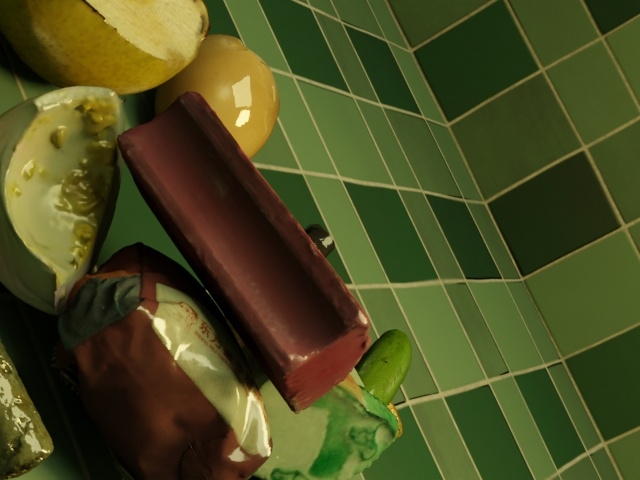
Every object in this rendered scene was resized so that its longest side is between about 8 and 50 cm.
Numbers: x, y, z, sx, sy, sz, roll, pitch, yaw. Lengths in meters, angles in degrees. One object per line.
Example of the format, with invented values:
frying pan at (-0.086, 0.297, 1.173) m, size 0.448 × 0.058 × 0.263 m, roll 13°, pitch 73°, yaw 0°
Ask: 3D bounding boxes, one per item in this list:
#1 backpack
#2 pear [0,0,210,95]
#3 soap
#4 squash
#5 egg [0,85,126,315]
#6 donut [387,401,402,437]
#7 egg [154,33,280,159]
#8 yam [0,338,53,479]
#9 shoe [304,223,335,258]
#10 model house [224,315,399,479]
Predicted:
backpack at (-0.200, 0.138, 1.429) m, size 0.283 × 0.197 × 0.317 m, roll 60°, pitch -1°, yaw -23°
pear at (-0.345, -0.341, 1.699) m, size 0.340 × 0.191 × 0.386 m, roll 62°, pitch 22°, yaw 13°
soap at (-0.086, 0.017, 1.454) m, size 0.359 × 0.128 × 0.233 m, roll 53°, pitch -9°, yaw 18°
squash at (0.100, 0.232, 2.073) m, size 0.082 × 0.082 × 0.292 m, roll 57°, pitch 31°, yaw -9°
egg at (-0.336, -0.055, 1.418) m, size 0.206 × 0.162 × 0.271 m, roll 92°, pitch 12°, yaw -79°
donut at (0.113, 0.308, 2.109) m, size 0.067 × 0.038 × 0.083 m, roll 31°, pitch 34°, yaw -56°
egg at (-0.168, -0.211, 1.922) m, size 0.201 × 0.201 × 0.244 m, roll 48°, pitch 37°, yaw -29°
yam at (-0.343, 0.161, 1.247) m, size 0.179 × 0.078 × 0.078 m, roll 61°, pitch 22°, yaw 8°
shoe at (0.000, 0.000, 2.225) m, size 0.062 × 0.053 × 0.159 m, roll 60°, pitch 19°, yaw -10°
model house at (-0.068, 0.176, 1.744) m, size 0.267 × 0.194 × 0.325 m, roll 39°, pitch 17°, yaw -38°
